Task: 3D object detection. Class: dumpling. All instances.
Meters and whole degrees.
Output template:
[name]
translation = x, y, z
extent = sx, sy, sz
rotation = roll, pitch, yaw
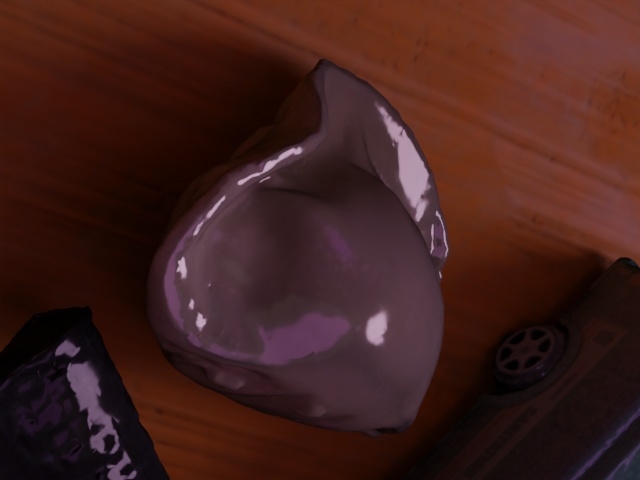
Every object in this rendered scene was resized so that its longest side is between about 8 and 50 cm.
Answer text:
[dumpling]
translation = 0.000, 0.000, 0.686
extent = 0.169, 0.100, 0.134
rotation = 22, 80, -36

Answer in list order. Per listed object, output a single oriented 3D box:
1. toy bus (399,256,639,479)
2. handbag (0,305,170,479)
[toy bus]
translation = 0.078, 0.124, 0.771
extent = 0.261, 0.109, 0.091
rotation = -45, 117, -12
[handbag]
translation = -0.143, 0.161, 0.633
extent = 0.270, 0.088, 0.175
rotation = -46, 128, -23
